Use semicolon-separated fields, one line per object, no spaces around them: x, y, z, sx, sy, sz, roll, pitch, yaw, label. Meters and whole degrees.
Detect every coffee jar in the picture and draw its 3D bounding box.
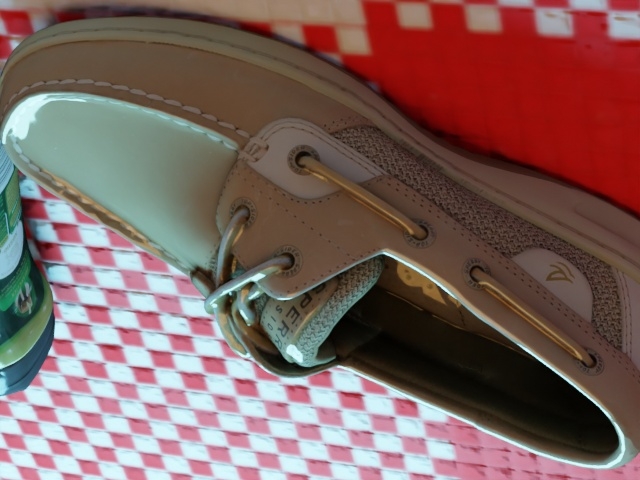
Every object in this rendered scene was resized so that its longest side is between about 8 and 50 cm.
-0.195;-0.001;0.990;0.096;0.079;0.184;11;136;15;coffee jar

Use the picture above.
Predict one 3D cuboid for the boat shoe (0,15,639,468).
0.000;0.000;0.875;0.341;0.110;0.122;20;139;5;boat shoe
